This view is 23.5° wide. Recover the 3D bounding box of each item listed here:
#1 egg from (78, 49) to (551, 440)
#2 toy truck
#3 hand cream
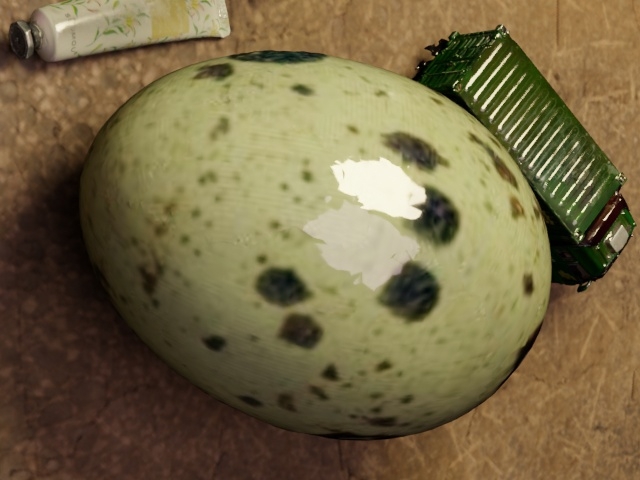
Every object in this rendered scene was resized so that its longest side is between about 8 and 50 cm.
[{"bbox_3d":[0.000,0.000,1.176,0.379,0.287,0.288,30,75,-25],"label":"egg"},{"bbox_3d":[0.183,-0.068,1.382,0.259,0.121,0.088,47,69,-23],"label":"toy truck"},{"bbox_3d":[-0.154,-0.177,1.223,0.194,0.042,0.067,-19,99,-34],"label":"hand cream"}]
